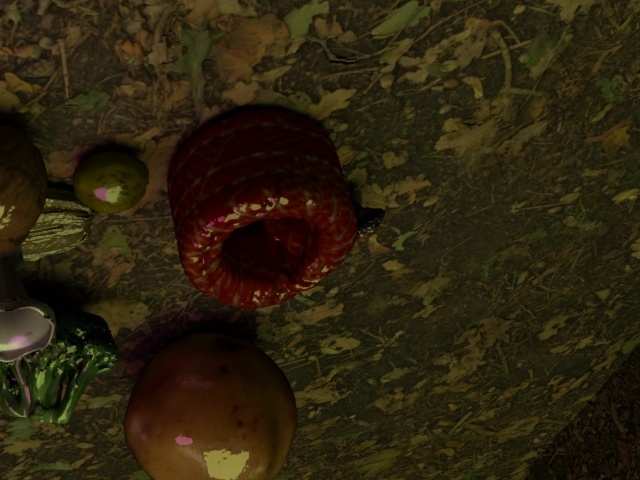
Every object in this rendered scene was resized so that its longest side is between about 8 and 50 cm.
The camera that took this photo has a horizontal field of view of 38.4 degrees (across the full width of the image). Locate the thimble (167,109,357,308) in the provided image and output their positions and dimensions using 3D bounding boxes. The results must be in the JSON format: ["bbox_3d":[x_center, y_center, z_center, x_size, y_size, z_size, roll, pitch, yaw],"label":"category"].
[{"bbox_3d":[-0.105,-0.056,1.679,0.350,0.231,0.350,-14,145,-10],"label":"thimble"}]

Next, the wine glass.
[{"bbox_3d":[-0.569,0.100,1.649,0.164,0.196,0.165,-16,143,-12],"label":"wine glass"}]

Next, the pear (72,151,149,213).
[{"bbox_3d":[-0.359,-0.099,1.581,0.131,0.107,0.107,1,140,-19],"label":"pear"}]

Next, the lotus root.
[{"bbox_3d":[-0.475,-0.040,1.626,0.144,0.070,0.143,-5,127,-25],"label":"lotus root"}]

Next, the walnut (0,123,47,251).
[{"bbox_3d":[-0.519,-0.079,1.421,0.213,0.213,0.213,-15,145,-11],"label":"walnut"}]

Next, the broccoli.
[{"bbox_3d":[-0.546,0.231,1.810,0.294,0.245,0.265,5,169,5],"label":"broccoli"}]

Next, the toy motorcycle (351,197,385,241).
[{"bbox_3d":[-0.001,0.000,1.887,0.298,0.171,0.089,-26,112,10],"label":"toy motorcycle"}]

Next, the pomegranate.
[{"bbox_3d":[-0.250,0.415,2.084,0.411,0.411,0.411,-15,145,-11],"label":"pomegranate"}]
